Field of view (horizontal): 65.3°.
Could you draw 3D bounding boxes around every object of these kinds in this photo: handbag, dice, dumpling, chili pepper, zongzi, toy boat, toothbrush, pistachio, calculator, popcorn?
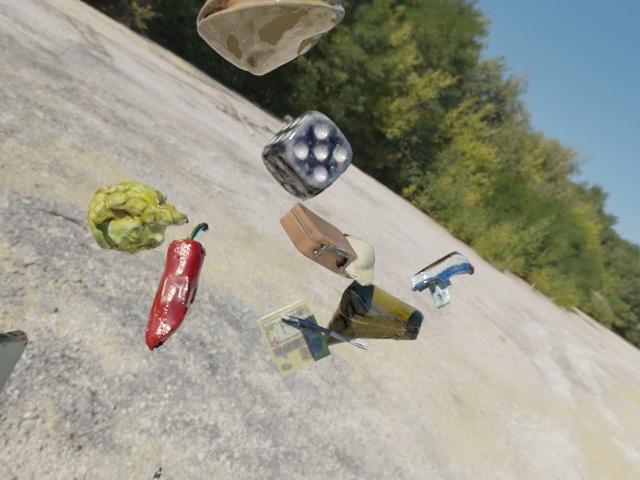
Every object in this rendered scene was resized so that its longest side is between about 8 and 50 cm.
[{"bbox_3d":[0.000,0.000,1.212,0.193,0.072,0.151,35,16,-43],"label":"handbag"},{"bbox_3d":[-0.037,-0.228,1.351,0.183,0.181,0.182,49,-19,-19],"label":"dice"},{"bbox_3d":[0.077,0.028,1.516,0.179,0.131,0.252,34,24,-28],"label":"dumpling"},{"bbox_3d":[-0.382,0.109,1.343,0.110,0.387,0.110,9,-23,4],"label":"chili pepper"},{"bbox_3d":[0.160,0.302,1.641,0.274,0.299,0.145,30,18,7],"label":"zongzi"},{"bbox_3d":[0.354,0.112,1.415,0.262,0.114,0.115,-25,84,-39],"label":"toy boat"},{"bbox_3d":[0.011,0.266,1.485,0.288,0.024,0.026,17,45,16],"label":"toothbrush"},{"bbox_3d":[-0.134,-0.604,1.334,0.366,0.281,0.446,-17,13,-41],"label":"pistachio"},{"bbox_3d":[-1.029,0.398,1.512,0.058,0.248,0.274,26,-1,4],"label":"calculator"},{"bbox_3d":[-0.695,-0.078,1.863,0.335,0.279,0.274,37,10,-50],"label":"popcorn"}]

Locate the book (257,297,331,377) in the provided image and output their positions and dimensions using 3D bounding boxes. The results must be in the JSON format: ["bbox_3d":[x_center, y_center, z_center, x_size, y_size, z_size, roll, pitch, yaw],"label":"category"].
[{"bbox_3d":[-0.081,0.296,1.534,0.013,0.168,0.192,111,-45,-75],"label":"book"}]

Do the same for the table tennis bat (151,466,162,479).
[{"bbox_3d":[-0.377,0.549,1.116,0.014,0.158,0.095,29,44,-3],"label":"table tennis bat"}]
